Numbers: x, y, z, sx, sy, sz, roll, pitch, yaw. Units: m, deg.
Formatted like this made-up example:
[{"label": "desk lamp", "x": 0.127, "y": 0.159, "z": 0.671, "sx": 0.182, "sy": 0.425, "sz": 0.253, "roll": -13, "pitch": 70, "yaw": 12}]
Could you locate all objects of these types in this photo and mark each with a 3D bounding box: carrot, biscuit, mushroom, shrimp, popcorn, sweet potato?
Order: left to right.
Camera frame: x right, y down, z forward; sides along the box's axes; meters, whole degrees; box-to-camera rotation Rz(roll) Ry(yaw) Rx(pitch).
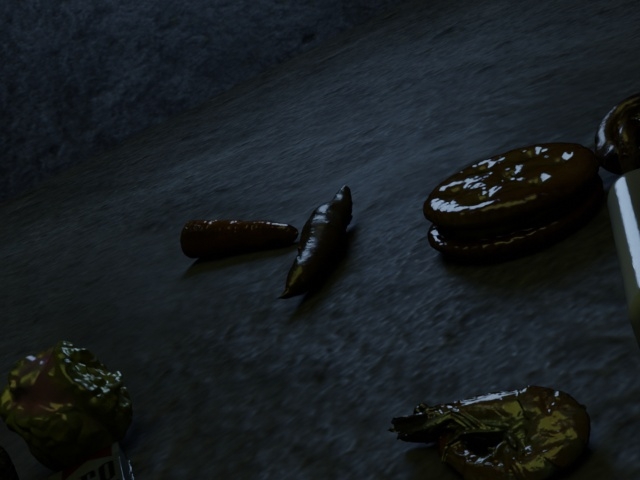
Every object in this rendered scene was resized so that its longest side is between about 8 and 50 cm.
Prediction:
[{"label": "popcorn", "x": -0.276, "y": 0.182, "z": 1.100, "sx": 0.145, "sy": 0.126, "sz": 0.125, "roll": 9, "pitch": 43, "yaw": 9}, {"label": "carrot", "x": -0.117, "y": -0.007, "z": 1.519, "sx": 0.210, "sy": 0.061, "sz": 0.061, "roll": -3, "pitch": 28, "yaw": 35}, {"label": "sweet potato", "x": 0.000, "y": 0.000, "z": 1.343, "sx": 0.067, "sy": 0.067, "sz": 0.274, "roll": -15, "pitch": 23, "yaw": 25}, {"label": "shrimp", "x": 0.132, "y": 0.161, "z": 0.813, "sx": 0.180, "sy": 0.041, "sz": 0.099, "roll": -6, "pitch": 41, "yaw": 39}, {"label": "biscuit", "x": 0.229, "y": -0.051, "z": 1.202, "sx": 0.221, "sy": 0.066, "sz": 0.220, "roll": -19, "pitch": 18, "yaw": 6}, {"label": "mushroom", "x": 0.383, "y": -0.120, "z": 1.181, "sx": 0.135, "sy": 0.080, "sz": 0.170, "roll": -23, "pitch": 15, "yaw": 44}]

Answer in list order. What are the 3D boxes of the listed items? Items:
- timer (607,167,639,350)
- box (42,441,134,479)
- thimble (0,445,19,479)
[{"label": "timer", "x": 0.309, "y": 0.048, "z": 0.648, "sx": 0.194, "sy": 0.192, "sz": 0.195, "roll": -18, "pitch": 20, "yaw": 18}, {"label": "box", "x": -0.268, "y": 0.270, "z": 0.984, "sx": 0.178, "sy": 0.035, "sz": 0.115, "roll": -27, "pitch": 19, "yaw": -8}, {"label": "thimble", "x": -0.368, "y": 0.265, "z": 1.072, "sx": 0.104, "sy": 0.066, "sz": 0.095, "roll": -16, "pitch": 22, "yaw": 13}]
